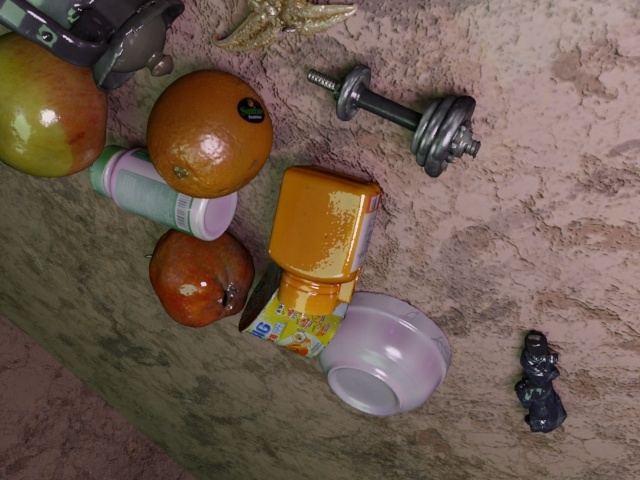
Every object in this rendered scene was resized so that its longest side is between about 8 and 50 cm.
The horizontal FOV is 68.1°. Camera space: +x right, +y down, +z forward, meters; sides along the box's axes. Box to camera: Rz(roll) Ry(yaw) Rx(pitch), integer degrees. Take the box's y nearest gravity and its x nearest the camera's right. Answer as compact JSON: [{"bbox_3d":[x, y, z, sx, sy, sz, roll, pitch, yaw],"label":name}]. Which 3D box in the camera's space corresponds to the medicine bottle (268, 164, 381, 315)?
[{"bbox_3d":[0.000,0.000,0.771,0.149,0.112,0.222,17,105,16],"label":"medicine bottle"}]

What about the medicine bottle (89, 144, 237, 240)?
[{"bbox_3d":[-0.310,-0.101,0.925,0.274,0.133,0.133,19,137,15],"label":"medicine bottle"}]

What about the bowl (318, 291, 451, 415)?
[{"bbox_3d":[0.114,0.256,0.984,0.287,0.144,0.287,17,135,18],"label":"bowl"}]

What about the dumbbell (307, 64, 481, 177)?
[{"bbox_3d":[0.093,-0.174,0.631,0.254,0.110,0.110,30,139,15],"label":"dumbbell"}]

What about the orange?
[{"bbox_3d":[-0.169,-0.160,0.731,0.206,0.206,0.206,18,136,18],"label":"orange"}]

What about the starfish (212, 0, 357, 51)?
[{"bbox_3d":[-0.073,-0.328,0.624,0.247,0.050,0.138,-1,126,29],"label":"starfish"}]

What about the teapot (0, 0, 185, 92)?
[{"bbox_3d":[-0.312,-0.332,0.623,0.285,0.223,0.305,41,175,-19],"label":"teapot"}]

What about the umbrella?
[{"bbox_3d":[0.395,0.256,0.867,0.071,0.080,0.224,37,152,56],"label":"umbrella"}]

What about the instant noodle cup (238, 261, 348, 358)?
[{"bbox_3d":[-0.047,0.127,0.941,0.153,0.205,0.205,34,140,-15],"label":"instant noodle cup"}]

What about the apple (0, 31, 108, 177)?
[{"bbox_3d":[-0.493,-0.242,0.836,0.261,0.194,0.261,14,114,34],"label":"apple"}]

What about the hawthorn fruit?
[{"bbox_3d":[-0.271,0.056,1.002,0.262,0.210,0.210,26,140,29],"label":"hawthorn fruit"}]
